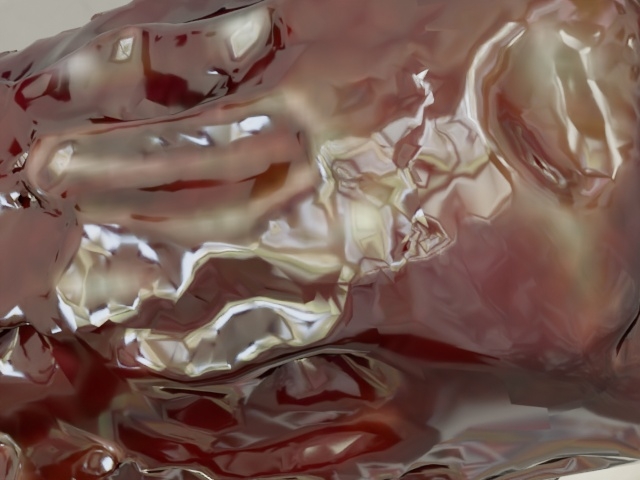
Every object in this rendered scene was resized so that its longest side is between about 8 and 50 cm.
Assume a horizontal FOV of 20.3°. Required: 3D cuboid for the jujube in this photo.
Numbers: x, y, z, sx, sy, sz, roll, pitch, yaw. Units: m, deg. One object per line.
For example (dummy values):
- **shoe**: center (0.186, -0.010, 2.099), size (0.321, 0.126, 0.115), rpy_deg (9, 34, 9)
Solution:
- **jujube**: center (0.000, 0.000, 0.693), size (0.377, 0.258, 0.258), rpy_deg (-19, -12, 24)
